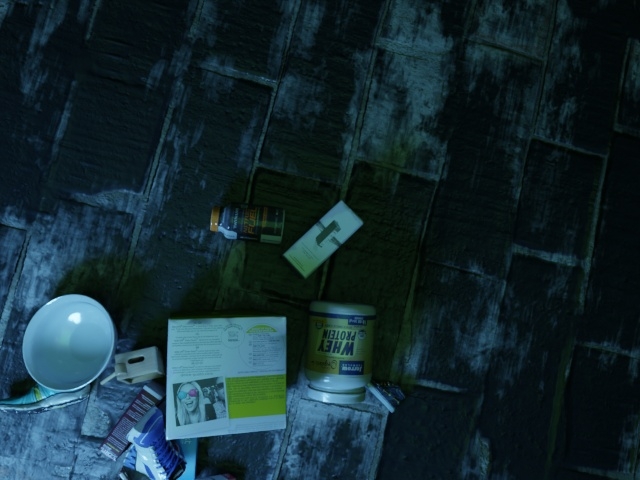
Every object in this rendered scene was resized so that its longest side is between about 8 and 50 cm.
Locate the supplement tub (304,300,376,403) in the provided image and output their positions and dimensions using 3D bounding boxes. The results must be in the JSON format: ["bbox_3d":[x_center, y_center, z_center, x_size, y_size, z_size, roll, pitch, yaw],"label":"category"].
[{"bbox_3d":[0.064,0.366,1.691,0.229,0.228,0.315,5,85,-8],"label":"supplement tub"}]

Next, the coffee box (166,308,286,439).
[{"bbox_3d":[-0.300,0.388,1.562,0.339,0.338,0.334,1,85,-16],"label":"coffee box"}]

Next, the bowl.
[{"bbox_3d":[-0.770,0.326,1.610,0.298,0.134,0.297,-1,77,6],"label":"bowl"}]

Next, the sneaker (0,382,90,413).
[{"bbox_3d":[-0.891,0.495,1.630,0.276,0.107,0.109,-11,68,-13],"label":"sneaker"}]

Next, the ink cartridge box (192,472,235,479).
[{"bbox_3d":[-0.355,0.832,1.653,0.135,0.056,0.099,12,83,-40],"label":"ink cartridge box"}]

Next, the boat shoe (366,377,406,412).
[{"bbox_3d":[0.219,0.518,1.788,0.083,0.065,0.183,-44,98,-11],"label":"boat shoe"}]

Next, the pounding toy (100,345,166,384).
[{"bbox_3d":[-0.607,0.393,1.602,0.181,0.206,0.094,-11,69,-8],"label":"pounding toy"}]

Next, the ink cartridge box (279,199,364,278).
[{"bbox_3d":[0.000,0.000,1.725,0.273,0.197,0.114,-43,92,-9],"label":"ink cartridge box"}]

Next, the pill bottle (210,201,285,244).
[{"bbox_3d":[-0.251,-0.062,1.730,0.246,0.130,0.130,6,85,-7],"label":"pill bottle"}]

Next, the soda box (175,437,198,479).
[{"bbox_3d":[-0.446,0.695,1.676,0.071,0.067,0.209,3,85,-8],"label":"soda box"}]

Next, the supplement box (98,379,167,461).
[{"bbox_3d":[-0.599,0.576,1.632,0.073,0.130,0.239,35,81,0],"label":"supplement box"}]

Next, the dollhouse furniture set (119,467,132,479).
[{"bbox_3d":[-0.644,0.821,1.570,0.129,0.184,0.128,-35,90,-20],"label":"dollhouse furniture set"}]

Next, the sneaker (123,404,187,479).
[{"bbox_3d":[-0.495,0.653,1.562,0.182,0.315,0.127,31,41,9],"label":"sneaker"}]
